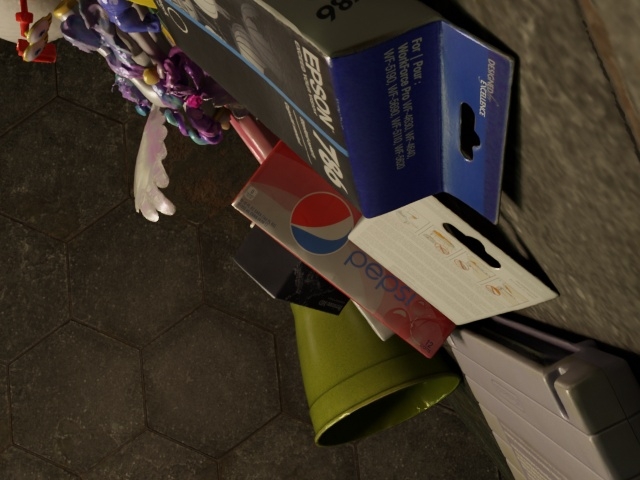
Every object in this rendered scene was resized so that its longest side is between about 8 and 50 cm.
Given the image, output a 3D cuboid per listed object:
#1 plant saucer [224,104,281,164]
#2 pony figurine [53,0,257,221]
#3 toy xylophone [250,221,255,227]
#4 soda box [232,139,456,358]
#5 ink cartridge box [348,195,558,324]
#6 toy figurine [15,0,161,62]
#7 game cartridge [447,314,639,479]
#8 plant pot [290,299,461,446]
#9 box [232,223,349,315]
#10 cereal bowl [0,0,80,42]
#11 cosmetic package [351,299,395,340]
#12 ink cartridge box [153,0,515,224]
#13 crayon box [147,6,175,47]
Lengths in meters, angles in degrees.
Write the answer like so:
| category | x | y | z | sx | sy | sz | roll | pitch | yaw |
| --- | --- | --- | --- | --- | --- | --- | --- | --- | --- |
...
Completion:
| category | x | y | z | sx | sy | sz | roll | pitch | yaw |
| --- | --- | --- | --- | --- | --- | --- | --- | --- | --- |
| plant saucer | -0.108 | -0.214 | 1.378 | 0.332 | 0.084 | 0.332 | 53 | 178 | 3 |
| pony figurine | -0.242 | -0.253 | 1.037 | 0.363 | 0.303 | 0.351 | 49 | -170 | -35 |
| toy xylophone | -0.011 | 0.005 | 1.377 | 0.323 | 0.081 | 0.236 | 29 | 180 | 33 |
| soda box | 0.038 | 0.007 | 0.700 | 0.263 | 0.092 | 0.083 | 37 | -176 | 0 |
| ink cartridge box | 0.110 | 0.005 | 0.563 | 0.145 | 0.045 | 0.179 | 38 | 159 | -2 |
| toy figurine | -0.205 | -0.359 | 0.722 | 0.362 | 0.217 | 0.191 | -55 | 45 | 42 |
| game cartridge | 0.219 | 0.182 | 0.591 | 0.230 | 0.068 | 0.355 | 60 | 177 | -2 |
| plant pot | 0.096 | 0.256 | 1.577 | 0.353 | 0.366 | 0.366 | 66 | -176 | 27 |
| box | 0.000 | 0.000 | 0.835 | 0.093 | 0.158 | 0.156 | 39 | -171 | 34 |
| cereal bowl | -0.459 | -0.492 | 1.014 | 0.339 | 0.141 | 0.339 | 27 | -121 | -59 |
| cosmetic package | 0.068 | 0.024 | 0.967 | 0.231 | 0.117 | 0.085 | 55 | 178 | 6 |
| ink cartridge box | -0.021 | -0.130 | 0.441 | 0.333 | 0.065 | 0.165 | 43 | 167 | 29 |
| crayon box | -0.293 | -0.447 | 1.612 | 0.203 | 0.083 | 0.323 | 53 | 178 | 14 |
